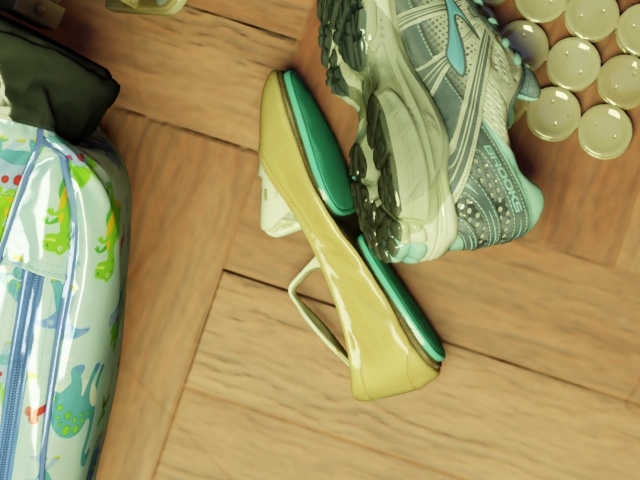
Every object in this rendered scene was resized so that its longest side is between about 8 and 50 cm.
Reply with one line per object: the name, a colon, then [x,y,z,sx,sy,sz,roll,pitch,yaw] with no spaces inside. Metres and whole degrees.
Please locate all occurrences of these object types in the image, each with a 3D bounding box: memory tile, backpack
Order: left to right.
backpack: [-0.226,0.043,1.131,0.273,0.290,0.355,26,92,-9]
memory tile: [0.153,-0.125,1.253,0.148,0.012,0.113,20,85,5]

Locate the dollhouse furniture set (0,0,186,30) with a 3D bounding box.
dollhouse furniture set: [-0.155,-0.209,1.191,0.151,0.123,0.144,27,84,-30]

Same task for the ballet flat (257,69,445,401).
ballet flat: [0.000,0.000,1.217,0.073,0.080,0.232,-29,81,15]

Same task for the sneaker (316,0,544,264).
sneaker: [0.073,-0.114,1.210,0.122,0.110,0.283,-1,66,-17]
